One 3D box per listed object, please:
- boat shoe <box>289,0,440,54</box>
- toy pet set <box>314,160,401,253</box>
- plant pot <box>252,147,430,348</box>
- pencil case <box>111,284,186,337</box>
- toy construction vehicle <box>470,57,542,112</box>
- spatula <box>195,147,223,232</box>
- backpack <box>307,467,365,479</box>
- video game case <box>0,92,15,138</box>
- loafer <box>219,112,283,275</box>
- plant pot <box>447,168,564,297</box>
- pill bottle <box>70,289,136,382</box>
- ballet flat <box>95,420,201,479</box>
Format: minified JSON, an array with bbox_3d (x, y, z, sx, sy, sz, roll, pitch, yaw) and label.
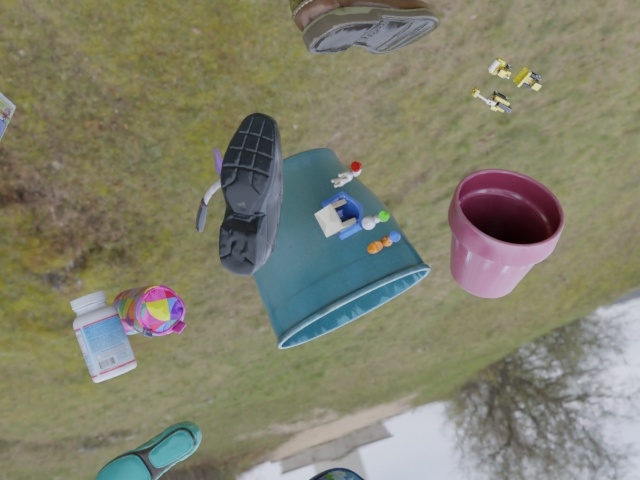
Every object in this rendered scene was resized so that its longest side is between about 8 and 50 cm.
[{"bbox_3d":[0.071,-0.339,1.179,0.110,0.104,0.307,-30,172,34],"label":"boat shoe"},{"bbox_3d":[0.057,-0.040,1.141,0.114,0.122,0.065,-30,176,38],"label":"toy pet set"},{"bbox_3d":[0.000,0.000,1.323,0.271,0.255,0.272,-26,168,-6],"label":"plant pot"},{"bbox_3d":[-0.345,0.143,1.620,0.104,0.104,0.236,-13,-177,-27],"label":"pencil case"},{"bbox_3d":[0.308,-0.252,1.349,0.098,0.035,0.086,22,126,-28],"label":"toy construction vehicle"},{"bbox_3d":[-0.250,-0.103,1.859,0.030,0.084,0.296,-12,155,-30],"label":"spatula"},{"bbox_3d":[-0.010,0.563,1.424,0.273,0.290,0.355,-57,164,11],"label":"backpack"},{"bbox_3d":[-0.556,-0.184,1.185,0.023,0.193,0.212,-2,149,27],"label":"video game case"},{"bbox_3d":[-0.067,-0.050,0.851,0.062,0.170,0.061,19,-160,20],"label":"loafer"},{"bbox_3d":[0.319,0.000,1.488,0.201,0.201,0.180,-14,141,-22],"label":"plant pot"},{"bbox_3d":[-0.412,0.179,1.541,0.087,0.160,0.087,-20,179,0],"label":"pill bottle"},{"bbox_3d":[-0.339,0.443,1.658,0.247,0.083,0.087,-32,175,11],"label":"ballet flat"}]
